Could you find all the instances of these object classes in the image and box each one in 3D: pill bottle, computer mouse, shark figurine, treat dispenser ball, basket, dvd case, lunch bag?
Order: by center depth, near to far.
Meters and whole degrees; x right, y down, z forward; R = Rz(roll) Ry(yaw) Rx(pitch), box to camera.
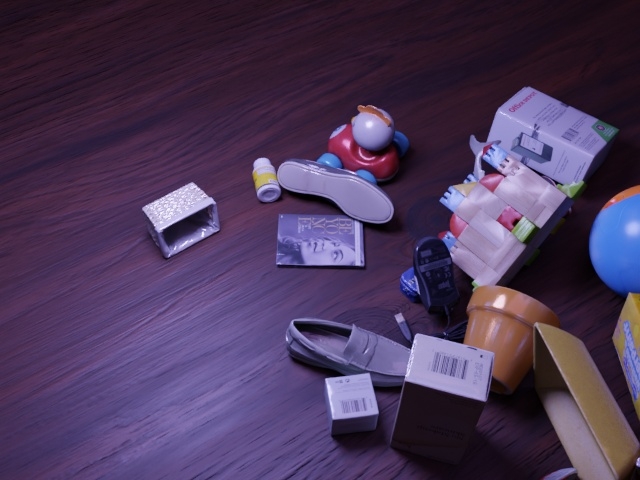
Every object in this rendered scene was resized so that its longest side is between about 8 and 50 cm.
[{"bbox_3d":[0.243,0.132,1.822,0.184,0.060,0.262,-21,92,-18],"label":"computer mouse"},{"bbox_3d":[0.788,0.008,1.839,0.288,0.288,0.288,1,52,-1],"label":"treat dispenser ball"},{"bbox_3d":[0.239,0.099,1.893,0.098,0.065,0.067,-34,60,-25],"label":"lunch bag"},{"bbox_3d":[-0.354,-0.055,1.967,0.167,0.113,0.103,-30,55,-22],"label":"basket"},{"bbox_3d":[0.000,0.000,1.992,0.221,0.018,0.164,2,52,-1],"label":"dvd case"},{"bbox_3d":[0.438,-0.127,2.032,0.166,0.116,0.278,-40,103,-13],"label":"shark figurine"},{"bbox_3d":[-0.147,-0.164,2.085,0.065,0.065,0.116,-9,53,-8],"label":"pill bottle"}]

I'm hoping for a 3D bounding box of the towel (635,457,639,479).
[{"bbox_3d":[0.704,0.459,1.408,0.237,0.329,0.037,-9,49,20],"label":"towel"}]

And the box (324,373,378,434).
[{"bbox_3d":[0.065,0.354,1.676,0.101,0.087,0.102,-6,52,-6],"label":"box"}]

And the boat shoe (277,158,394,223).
[{"bbox_3d":[0.051,-0.144,2.043,0.335,0.112,0.095,22,27,16],"label":"boat shoe"}]

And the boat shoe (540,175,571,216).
[{"bbox_3d":[0.618,-0.117,2.086,0.043,0.049,0.137,-20,60,-14],"label":"boat shoe"}]

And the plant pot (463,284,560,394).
[{"bbox_3d":[0.403,0.231,1.729,0.205,0.205,0.188,23,71,15],"label":"plant pot"}]

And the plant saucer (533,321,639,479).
[{"bbox_3d":[0.526,0.354,1.531,0.081,0.332,0.332,-21,54,2],"label":"plant saucer"}]

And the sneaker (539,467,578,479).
[{"bbox_3d":[0.472,0.526,1.588,0.158,0.061,0.065,-30,84,-20],"label":"sneaker"}]

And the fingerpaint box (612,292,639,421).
[{"bbox_3d":[0.859,0.319,1.619,0.371,0.163,0.444,5,38,2],"label":"fingerpaint box"}]

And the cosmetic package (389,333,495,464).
[{"bbox_3d":[0.238,0.326,1.565,0.160,0.309,0.113,13,52,10],"label":"cosmetic package"}]

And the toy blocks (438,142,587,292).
[{"bbox_3d":[0.417,-0.063,1.899,0.261,0.191,0.381,42,104,26],"label":"toy blocks"}]

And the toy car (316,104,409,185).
[{"bbox_3d":[0.120,-0.285,2.077,0.210,0.238,0.219,29,56,19],"label":"toy car"}]

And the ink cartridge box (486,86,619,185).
[{"bbox_3d":[0.639,-0.287,2.147,0.289,0.121,0.211,32,45,22],"label":"ink cartridge box"}]

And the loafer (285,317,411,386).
[{"bbox_3d":[0.076,0.247,1.744,0.320,0.111,0.112,11,53,6],"label":"loafer"}]
